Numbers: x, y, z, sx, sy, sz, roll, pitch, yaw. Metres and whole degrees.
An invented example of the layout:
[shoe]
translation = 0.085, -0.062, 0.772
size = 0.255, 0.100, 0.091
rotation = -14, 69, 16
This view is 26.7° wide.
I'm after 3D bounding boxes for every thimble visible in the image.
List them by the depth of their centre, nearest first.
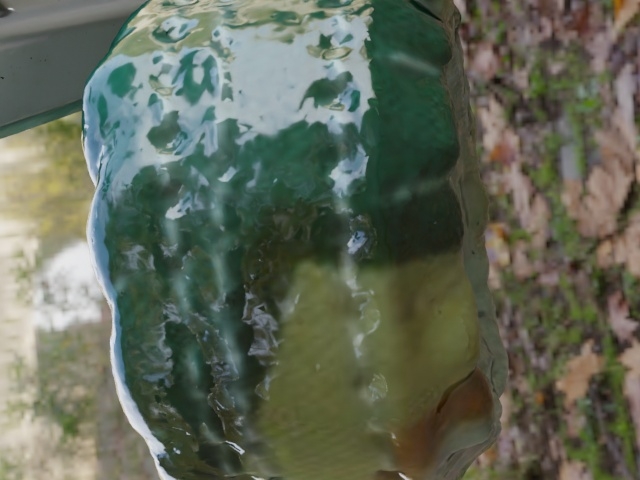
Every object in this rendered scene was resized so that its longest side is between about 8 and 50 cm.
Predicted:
[thimble]
translation = 0.000, 0.000, 0.668
size = 0.288, 0.167, 0.254
rotation = 20, -116, -80

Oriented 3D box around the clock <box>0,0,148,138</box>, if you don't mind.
[clock]
translation = -0.199, -0.179, 0.779
size = 0.262, 0.231, 0.116
rotation = 39, 134, 25
